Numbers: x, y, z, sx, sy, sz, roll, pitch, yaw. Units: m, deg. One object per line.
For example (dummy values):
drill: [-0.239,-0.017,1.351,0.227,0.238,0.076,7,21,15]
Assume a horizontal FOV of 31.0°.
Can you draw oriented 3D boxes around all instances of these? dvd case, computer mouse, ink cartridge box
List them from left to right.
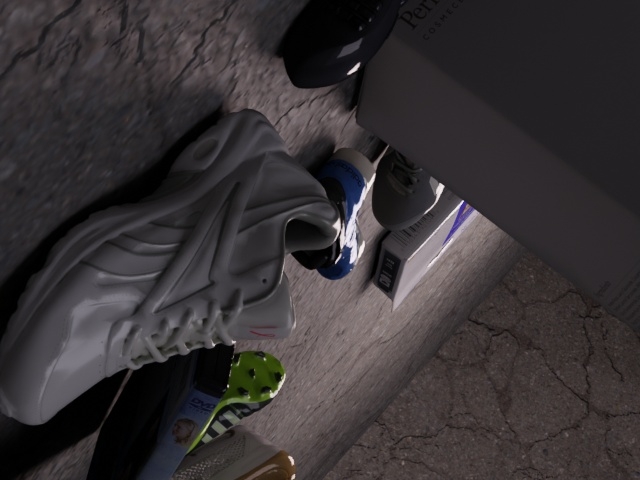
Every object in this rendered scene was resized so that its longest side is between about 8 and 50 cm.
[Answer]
dvd case: [-0.113,0.117,0.777,0.253,0.022,0.180,-57,-164,33]
computer mouse: [0.065,-0.178,0.712,0.242,0.041,0.071,-49,167,-13]
ink cartridge box: [0.149,-0.021,1.476,0.206,0.045,0.208,-47,167,-17]

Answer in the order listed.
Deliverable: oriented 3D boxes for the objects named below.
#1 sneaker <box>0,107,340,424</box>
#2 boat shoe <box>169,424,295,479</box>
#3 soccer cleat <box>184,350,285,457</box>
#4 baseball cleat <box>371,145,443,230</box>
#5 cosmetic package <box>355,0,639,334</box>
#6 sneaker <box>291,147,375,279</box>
sneaker: [-0.073,0.026,0.634,0.232,0.115,0.090,-45,166,-26]
boat shoe: [-0.157,0.256,1.071,0.277,0.096,0.098,-22,130,-33]
soccer cleat: [-0.104,0.157,1.077,0.179,0.060,0.072,-29,167,-45]
baseball cleat: [0.083,-0.092,1.013,0.109,0.072,0.206,-10,135,-51]
cosmetic package: [0.227,-0.075,0.830,0.197,0.365,0.155,-49,170,-18]
sneaker: [-0.001,-0.001,0.951,0.084,0.058,0.152,-49,165,-35]
